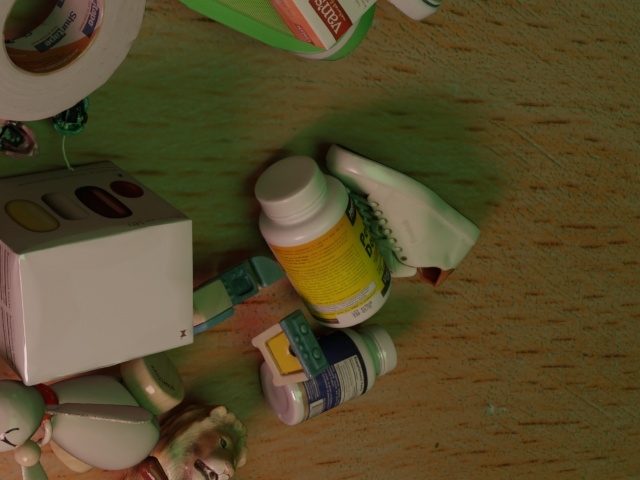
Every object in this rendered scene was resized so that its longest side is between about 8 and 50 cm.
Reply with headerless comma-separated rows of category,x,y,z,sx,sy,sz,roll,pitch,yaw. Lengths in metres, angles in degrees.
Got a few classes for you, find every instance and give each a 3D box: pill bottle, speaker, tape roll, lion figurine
pill bottle,0.000,0.000,1.640,0.117,0.117,0.215,-41,129,-14
pill bottle,0.014,0.170,1.743,0.169,0.094,0.094,-21,121,-27
speaker,-0.081,-0.296,1.443,0.297,0.131,0.131,19,99,-40
tape roll,-0.276,-0.226,1.282,0.219,0.072,0.219,-32,144,-27
lion figurine,-0.180,0.389,1.700,0.240,0.142,0.392,-35,141,-27

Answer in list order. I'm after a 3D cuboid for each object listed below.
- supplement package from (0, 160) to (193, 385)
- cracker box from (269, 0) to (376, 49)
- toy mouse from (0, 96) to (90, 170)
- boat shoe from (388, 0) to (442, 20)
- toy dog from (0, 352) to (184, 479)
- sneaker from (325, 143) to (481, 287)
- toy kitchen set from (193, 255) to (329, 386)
supplement package,-0.265,0.026,1.407,0.194,0.203,0.149,-13,118,-31
cracker box,0.030,-0.336,1.382,0.232,0.067,0.155,-47,128,-10
toy mouse,-0.304,-0.133,1.418,0.161,0.031,0.143,-40,128,-14
boat shoe,0.063,-0.379,1.482,0.094,0.109,0.302,-26,122,25
toy dog,-0.256,0.225,1.449,0.220,0.161,0.334,-45,163,31
sneaker,0.096,-0.020,1.705,0.290,0.106,0.123,33,88,-42
toy kitchen set,-0.086,0.116,1.555,0.207,0.122,0.166,-29,93,-48
